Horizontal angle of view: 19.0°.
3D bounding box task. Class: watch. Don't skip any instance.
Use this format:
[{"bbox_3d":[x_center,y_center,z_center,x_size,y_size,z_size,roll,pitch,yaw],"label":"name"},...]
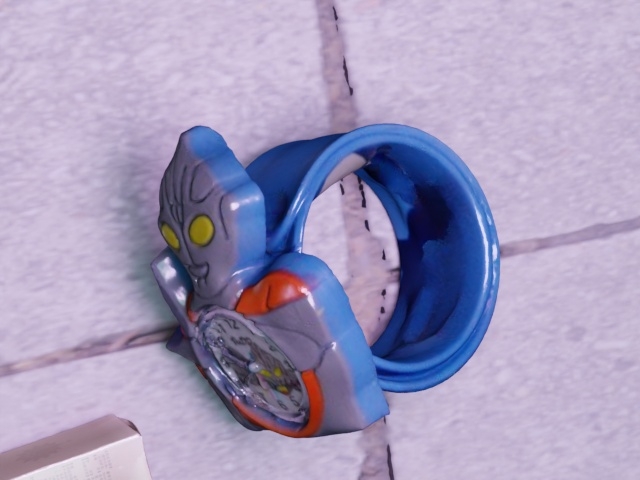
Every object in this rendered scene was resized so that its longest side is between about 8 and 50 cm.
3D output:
[{"bbox_3d":[0.000,0.000,1.696,0.274,0.241,0.305,-36,109,-32],"label":"watch"}]

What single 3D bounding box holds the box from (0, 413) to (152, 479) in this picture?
[{"bbox_3d":[-0.216,0.282,1.690,0.168,0.095,0.212,-17,102,-17],"label":"box"}]
